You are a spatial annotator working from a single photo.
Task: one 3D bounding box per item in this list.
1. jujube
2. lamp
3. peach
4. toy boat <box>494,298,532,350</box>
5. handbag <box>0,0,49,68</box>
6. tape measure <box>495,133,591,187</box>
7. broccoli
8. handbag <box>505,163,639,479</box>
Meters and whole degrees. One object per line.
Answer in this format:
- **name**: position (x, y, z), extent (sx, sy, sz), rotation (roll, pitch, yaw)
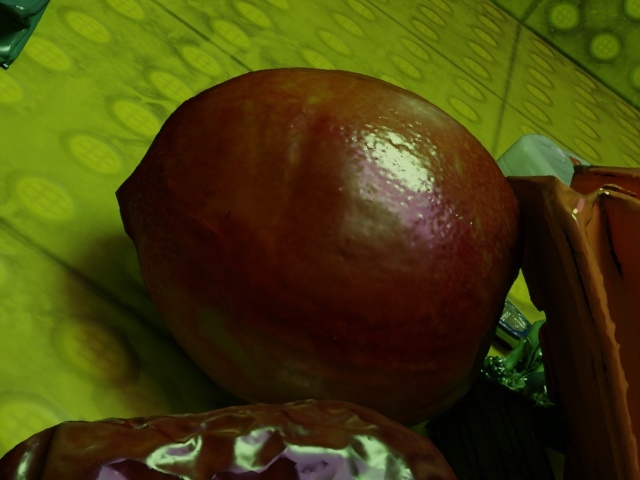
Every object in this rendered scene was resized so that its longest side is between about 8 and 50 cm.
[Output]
- **jujube**: position (-0.057, 0.204, 0.771), extent (0.342, 0.216, 0.216), rotation (7, 37, -23)
- **lamp**: position (0.182, 0.270, 1.072), extent (0.089, 0.090, 0.325), rotation (25, 28, -23)
- **peach**: position (0.000, 0.000, 1.056), extent (0.372, 0.372, 0.290), rotation (45, -9, 15)
- **toy boat**: position (0.176, 0.048, 1.470), extent (0.229, 0.046, 0.080), rotation (44, 28, 15)
- **handbag**: position (-0.420, -0.341, 1.297), extent (0.269, 0.100, 0.274), rotation (30, 28, -13)
- **tape measure**: position (0.379, -0.027, 1.757), extent (0.265, 0.130, 0.258), rotation (17, 35, -46)
- **broccoli**: position (0.274, 0.165, 1.289), extent (0.195, 0.195, 0.156), rotation (4, 74, -49)
- **handbag**: position (0.269, 0.134, 1.045), extent (0.303, 0.116, 0.410), rotation (-116, -166, -86)
